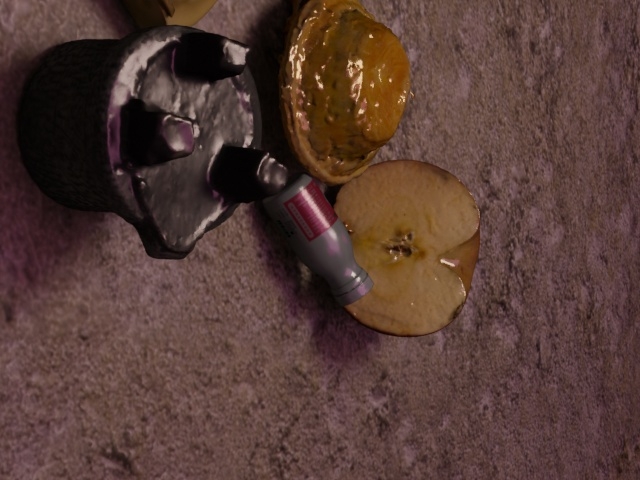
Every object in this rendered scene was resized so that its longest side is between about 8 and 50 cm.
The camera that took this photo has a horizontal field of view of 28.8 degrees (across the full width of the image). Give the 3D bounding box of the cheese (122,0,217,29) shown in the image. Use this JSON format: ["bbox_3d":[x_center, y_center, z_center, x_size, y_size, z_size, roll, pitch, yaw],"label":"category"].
[{"bbox_3d":[-0.192,-0.460,1.729,0.316,0.128,0.259,-54,139,-24],"label":"cheese"}]

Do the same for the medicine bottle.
[{"bbox_3d":[0.000,0.000,1.983,0.090,0.090,0.216,-45,107,-38],"label":"medicine bottle"}]

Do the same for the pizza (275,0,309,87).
[{"bbox_3d":[-0.023,-0.295,2.012,0.184,0.036,0.176,49,60,-44],"label":"pizza"}]

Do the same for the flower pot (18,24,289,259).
[{"bbox_3d":[-0.210,-0.126,1.614,0.299,0.283,0.299,-6,98,-51],"label":"flower pot"}]

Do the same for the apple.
[{"bbox_3d":[0.141,0.022,2.122,0.163,0.251,0.293,64,37,-80],"label":"apple"}]

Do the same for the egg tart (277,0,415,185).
[{"bbox_3d":[0.053,-0.245,1.971,0.319,0.128,0.319,-6,98,-56],"label":"egg tart"}]
